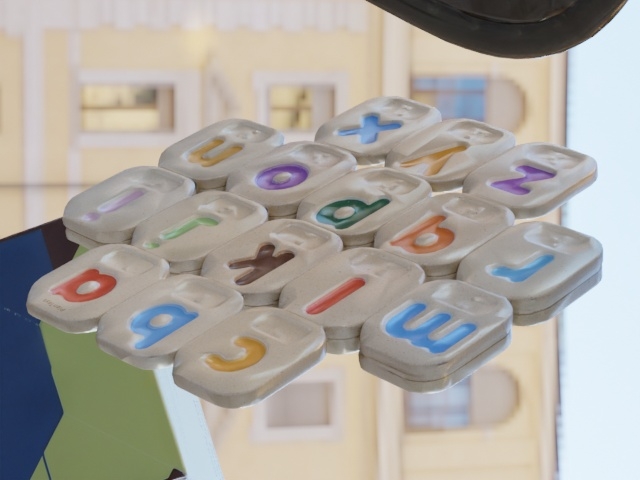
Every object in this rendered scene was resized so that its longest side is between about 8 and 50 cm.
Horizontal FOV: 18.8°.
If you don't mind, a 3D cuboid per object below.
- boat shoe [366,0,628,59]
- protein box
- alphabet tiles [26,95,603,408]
[{"bbox_3d":[-0.037,-0.160,0.522,0.111,0.307,0.104,-53,-179,33],"label":"boat shoe"},{"bbox_3d":[-0.171,0.107,1.389,0.201,0.136,0.200,64,7,-77],"label":"protein box"},{"bbox_3d":[0.000,0.000,1.015,0.284,0.278,0.021,21,-50,40],"label":"alphabet tiles"}]
